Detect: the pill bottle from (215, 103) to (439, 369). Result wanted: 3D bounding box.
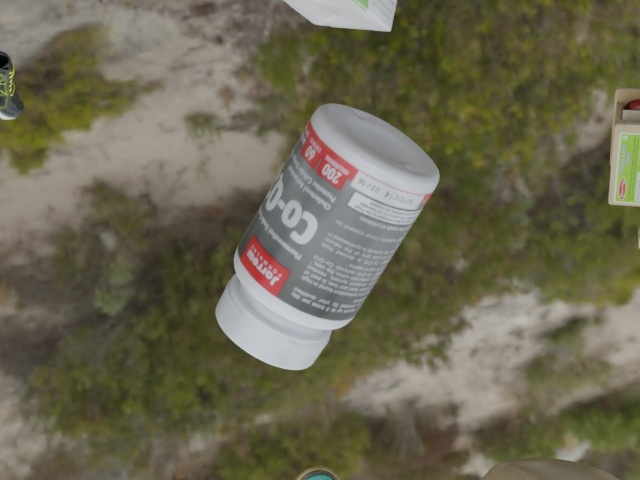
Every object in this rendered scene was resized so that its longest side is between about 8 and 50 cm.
[{"bbox_3d":[0.000,0.000,1.450,0.161,0.161,0.283,3,124,-50],"label":"pill bottle"}]

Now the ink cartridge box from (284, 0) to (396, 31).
[{"bbox_3d":[0.039,-0.467,1.601,0.119,0.353,0.207,9,176,24],"label":"ink cartridge box"}]

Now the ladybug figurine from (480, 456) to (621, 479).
[{"bbox_3d":[0.252,0.399,1.218,0.162,0.305,0.449,-11,123,-14],"label":"ladybug figurine"}]

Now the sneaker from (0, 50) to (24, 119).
[{"bbox_3d":[-0.248,-0.124,0.969,0.035,0.031,0.083,-20,144,11],"label":"sneaker"}]

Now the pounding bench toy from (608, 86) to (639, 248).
[{"bbox_3d":[0.201,-0.044,0.759,0.052,0.083,0.065,4,-151,11],"label":"pounding bench toy"}]

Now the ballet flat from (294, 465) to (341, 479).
[{"bbox_3d":[0.000,0.344,1.467,0.080,0.232,0.073,-14,-153,-8],"label":"ballet flat"}]
